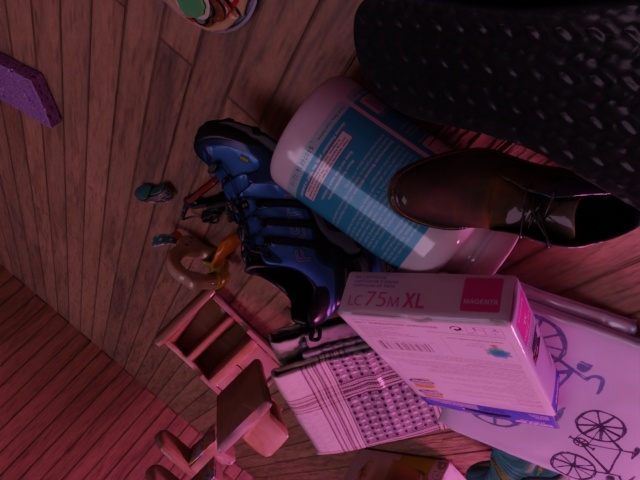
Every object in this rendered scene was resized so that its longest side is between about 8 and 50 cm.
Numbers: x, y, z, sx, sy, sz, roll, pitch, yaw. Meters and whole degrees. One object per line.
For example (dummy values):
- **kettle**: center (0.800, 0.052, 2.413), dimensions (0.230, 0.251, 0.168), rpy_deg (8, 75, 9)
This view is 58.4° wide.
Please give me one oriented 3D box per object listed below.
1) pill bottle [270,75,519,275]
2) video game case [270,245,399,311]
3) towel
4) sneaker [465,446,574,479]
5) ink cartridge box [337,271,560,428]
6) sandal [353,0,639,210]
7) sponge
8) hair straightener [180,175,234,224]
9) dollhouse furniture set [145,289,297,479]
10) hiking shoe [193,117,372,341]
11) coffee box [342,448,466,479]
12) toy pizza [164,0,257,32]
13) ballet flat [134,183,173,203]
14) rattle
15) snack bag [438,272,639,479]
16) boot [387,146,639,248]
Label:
- **pill bottle**: center (0.086, -0.054, 0.639), dimensions (0.264, 0.146, 0.146), rpy_deg (37, 148, 6)
- **video game case**: center (0.000, 0.000, 0.876), dimensions (0.244, 0.061, 0.269), rpy_deg (17, 141, 31)
- **towel**: center (0.102, 0.223, 0.887), dimensions (0.312, 0.056, 0.324), rpy_deg (-13, 129, 6)
- **sneaker**: center (0.337, 0.373, 0.980), dimensions (0.110, 0.107, 0.275), rpy_deg (54, 145, 13)
- **ink cartridge box**: center (0.171, 0.137, 0.681), dimensions (0.186, 0.065, 0.311), rpy_deg (0, 145, 33)
- **sandal**: center (0.217, -0.141, 0.461), dimensions (0.446, 0.107, 0.167), rpy_deg (33, 151, 35)
- **sponge**: center (-0.621, -0.316, 1.152), dimensions (0.210, 0.031, 0.117), rpy_deg (27, 146, 19)
- **hair straightener**: center (-0.194, -0.055, 1.018), dimensions (0.089, 0.047, 0.230), rpy_deg (49, 147, -14)
- **dollhouse furniture set**: center (-0.187, 0.263, 1.137), dimensions (0.256, 0.362, 0.394), rpy_deg (46, 177, -12)
- **hiking shoe**: center (-0.062, -0.024, 0.733), dimensions (0.304, 0.132, 0.113), rpy_deg (47, 144, -5)
- **coffee box**: center (0.204, 0.731, 1.303), dimensions (0.338, 0.337, 0.334), rpy_deg (49, 147, -15)
- **toy pizza**: center (-0.155, -0.330, 0.655), dimensions (0.201, 0.032, 0.201), rpy_deg (27, 146, 20)
- **ballet flat**: center (-0.325, -0.088, 1.124), dimensions (0.114, 0.041, 0.041), rpy_deg (2, 132, 45)
- **rattle**: center (-0.251, -0.004, 1.126), dimensions (0.199, 0.130, 0.142), rpy_deg (51, 146, 36)
- **snack bag**: center (0.347, 0.215, 0.756), dimensions (0.343, 0.037, 0.323), rpy_deg (20, 134, 17)
- **boot**: center (0.177, -0.040, 0.512), dimensions (0.106, 0.219, 0.082), rpy_deg (-146, 57, -69)
